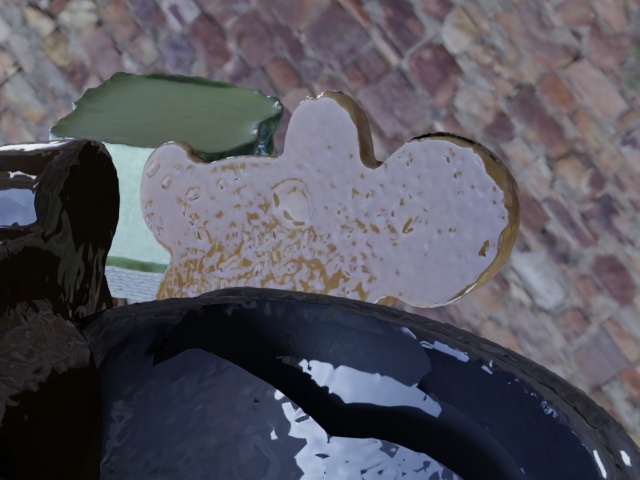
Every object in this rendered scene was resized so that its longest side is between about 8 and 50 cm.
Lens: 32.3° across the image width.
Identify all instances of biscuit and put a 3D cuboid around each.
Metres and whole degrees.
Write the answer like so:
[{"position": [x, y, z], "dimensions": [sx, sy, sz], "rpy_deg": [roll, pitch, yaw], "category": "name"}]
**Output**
[{"position": [0.000, 0.000, 0.836], "dimensions": [0.047, 0.340, 0.215], "rpy_deg": [4, -104, -54], "category": "biscuit"}]

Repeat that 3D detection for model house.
[{"position": [-0.140, -0.045, 1.068], "dimensions": [0.214, 0.195, 0.189], "rpy_deg": [-72, -11, -64], "category": "model house"}]

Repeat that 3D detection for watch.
[{"position": [-0.048, 0.144, 0.433], "dimensions": [0.327, 0.314, 0.335], "rpy_deg": [11, -163, 15], "category": "watch"}]

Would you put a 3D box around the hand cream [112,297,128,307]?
[{"position": [-0.265, 0.084, 1.324], "dimensions": [0.059, 0.095, 0.276], "rpy_deg": [-127, 18, -75], "category": "hand cream"}]
